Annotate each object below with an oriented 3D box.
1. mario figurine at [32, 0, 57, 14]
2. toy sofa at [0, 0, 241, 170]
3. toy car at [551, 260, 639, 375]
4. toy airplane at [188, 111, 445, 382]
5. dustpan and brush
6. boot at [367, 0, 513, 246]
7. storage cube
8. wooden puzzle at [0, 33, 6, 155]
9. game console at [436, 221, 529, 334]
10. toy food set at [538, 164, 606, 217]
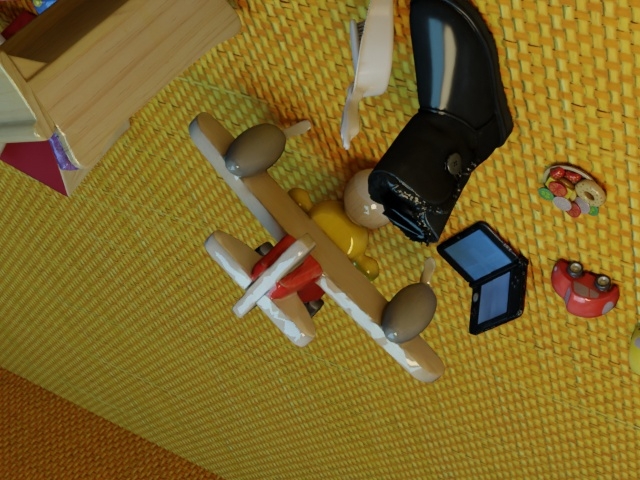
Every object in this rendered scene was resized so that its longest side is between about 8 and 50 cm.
[{"bbox_3d":[-0.383,-0.348,1.637,0.170,0.198,0.321,30,160,45],"label":"mario figurine"},{"bbox_3d":[-0.281,-0.251,1.476,0.150,0.362,0.177,4,134,45],"label":"toy sofa"},{"bbox_3d":[0.433,0.103,1.526,0.239,0.053,0.225,42,153,-10],"label":"toy car"},{"bbox_3d":[0.000,0.000,1.641,0.386,0.272,0.384,42,-172,-40],"label":"toy airplane"},{"bbox_3d":[0.050,-0.195,1.341,0.060,0.211,0.147,1,151,-6],"label":"dustpan and brush"},{"bbox_3d":[0.126,-0.139,1.341,0.094,0.207,0.246,13,144,39],"label":"boot"},{"bbox_3d":[-0.453,-0.224,1.911,0.193,0.184,0.215,28,152,15],"label":"storage cube"},{"bbox_3d":[-0.602,-0.260,1.779,0.348,0.080,0.322,51,137,8],"label":"wooden puzzle"},{"bbox_3d":[0.227,0.058,1.671,0.085,0.124,0.144,16,158,-18],"label":"game console"},{"bbox_3d":[0.314,-0.061,1.447,0.083,0.020,0.083,32,153,8],"label":"toy food set"}]
